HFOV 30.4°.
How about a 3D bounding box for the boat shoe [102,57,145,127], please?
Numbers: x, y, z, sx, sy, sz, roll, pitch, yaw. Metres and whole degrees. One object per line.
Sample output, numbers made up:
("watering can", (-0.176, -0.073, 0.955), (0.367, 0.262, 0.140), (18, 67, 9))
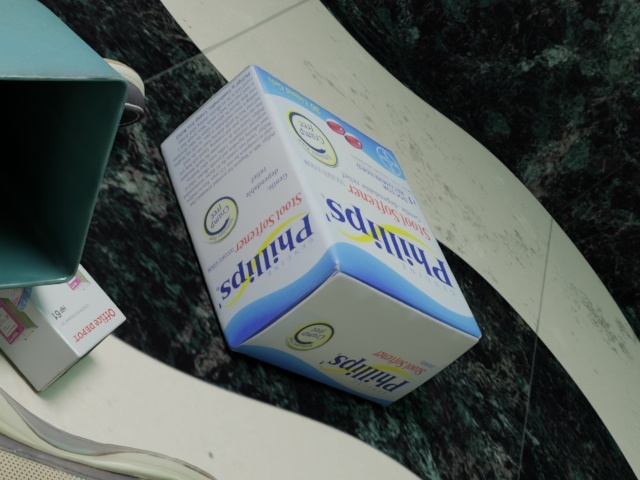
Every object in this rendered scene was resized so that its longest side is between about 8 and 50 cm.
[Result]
("boat shoe", (-0.238, -0.116, 1.054), (0.285, 0.103, 0.092), (3, 74, -75))

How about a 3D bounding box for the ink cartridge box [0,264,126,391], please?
("ink cartridge box", (-0.217, 0.042, 0.891), (0.122, 0.052, 0.088), (51, 21, -4))

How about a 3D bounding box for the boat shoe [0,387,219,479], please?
("boat shoe", (-0.167, 0.186, 0.691), (0.355, 0.132, 0.130), (31, 38, -24))

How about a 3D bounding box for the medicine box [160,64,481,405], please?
("medicine box", (0.000, 0.000, 1.259), (0.263, 0.149, 0.289), (27, 31, -47))

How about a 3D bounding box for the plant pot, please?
("plant pot", (-0.274, -0.099, 0.809), (0.166, 0.165, 0.234), (-5, 39, -39))
